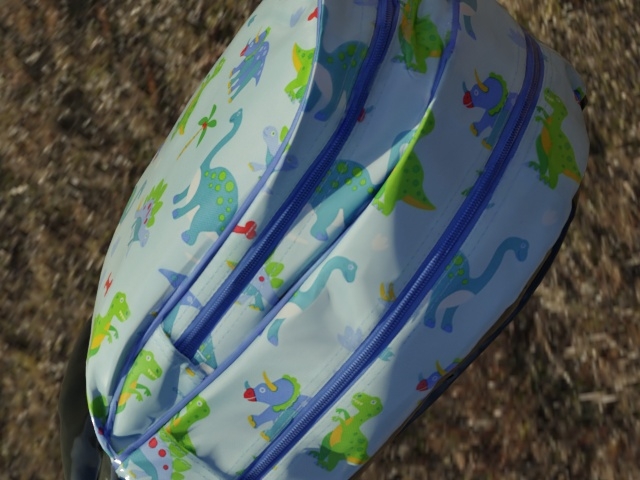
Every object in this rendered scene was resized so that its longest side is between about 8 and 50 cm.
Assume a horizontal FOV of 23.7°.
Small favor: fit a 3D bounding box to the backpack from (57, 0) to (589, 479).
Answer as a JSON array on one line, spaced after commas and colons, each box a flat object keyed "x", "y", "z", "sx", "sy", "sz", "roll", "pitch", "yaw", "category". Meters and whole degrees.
[{"x": 0.000, "y": 0.000, "z": 0.907, "sx": 0.355, "sy": 0.290, "sz": 0.273, "roll": -33, "pitch": 111, "yaw": 22, "category": "backpack"}]
